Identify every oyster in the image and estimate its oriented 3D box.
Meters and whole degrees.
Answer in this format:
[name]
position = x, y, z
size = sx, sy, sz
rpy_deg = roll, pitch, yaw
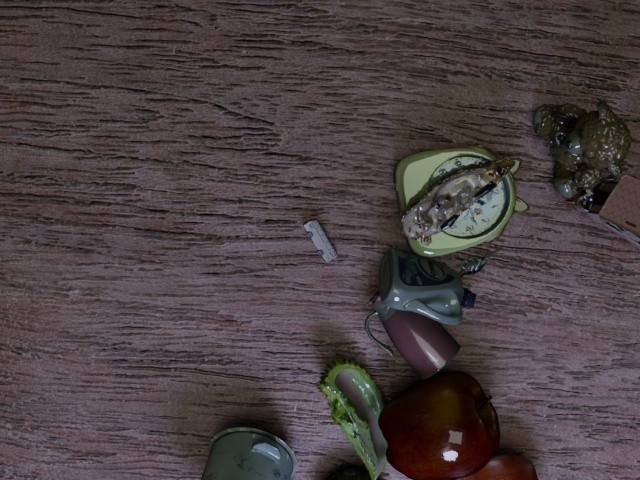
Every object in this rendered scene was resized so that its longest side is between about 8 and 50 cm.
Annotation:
[oyster]
position = 0.353, -0.118, 1.516
size = 0.345, 0.078, 0.129
rpy_deg = -34, 114, 2

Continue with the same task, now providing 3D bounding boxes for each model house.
[model house]
position = 0.857, -0.073, 1.535
size = 0.326, 0.244, 0.169
rpy_deg = 33, 98, -1

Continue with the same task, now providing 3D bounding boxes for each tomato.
[tomato]
position = 0.503, 0.756, 1.621
size = 0.309, 0.170, 0.309
rpy_deg = -6, 124, -9

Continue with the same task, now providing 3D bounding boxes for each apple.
[apple]
position = 0.329, 0.510, 1.590
size = 0.317, 0.288, 0.288
rpy_deg = -24, 95, 19

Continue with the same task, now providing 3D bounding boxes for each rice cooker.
[rice cooker]
position = -0.206, 0.669, 1.619
size = 0.264, 0.316, 0.316
rpy_deg = 27, 96, -9

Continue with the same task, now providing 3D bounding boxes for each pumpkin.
[pumpkin]
position = 0.093, 0.770, 1.685
size = 0.223, 0.157, 0.224
rpy_deg = 0, 87, -5

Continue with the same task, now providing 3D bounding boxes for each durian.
[durian]
position = 0.106, 0.483, 1.648
size = 0.157, 0.169, 0.355
rpy_deg = -28, 99, 4

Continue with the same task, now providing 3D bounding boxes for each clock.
[clock]
position = 0.387, -0.119, 1.605
size = 0.348, 0.117, 0.286
rpy_deg = -11, 95, 2

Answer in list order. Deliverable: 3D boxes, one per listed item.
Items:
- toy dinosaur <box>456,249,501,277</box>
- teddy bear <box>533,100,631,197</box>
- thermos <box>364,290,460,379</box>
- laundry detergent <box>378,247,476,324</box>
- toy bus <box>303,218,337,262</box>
[toy dinosaur]
position = 0.436, 0.068, 1.664
size = 0.180, 0.037, 0.058
rpy_deg = -34, 118, 11
[teddy bear]
position = 0.691, -0.251, 1.517
size = 0.156, 0.256, 0.267
rpy_deg = -19, 96, -1
[thermos]
position = 0.240, 0.252, 1.636
size = 0.176, 0.146, 0.265
rpy_deg = -42, 84, -8
[laundry detergent]
position = 0.302, 0.138, 1.589
size = 0.280, 0.215, 0.105
rpy_deg = 21, 124, -11
[toy bus]
position = 0.000, 0.000, 1.667
size = 0.052, 0.037, 0.131
rpy_deg = -31, 95, 2
